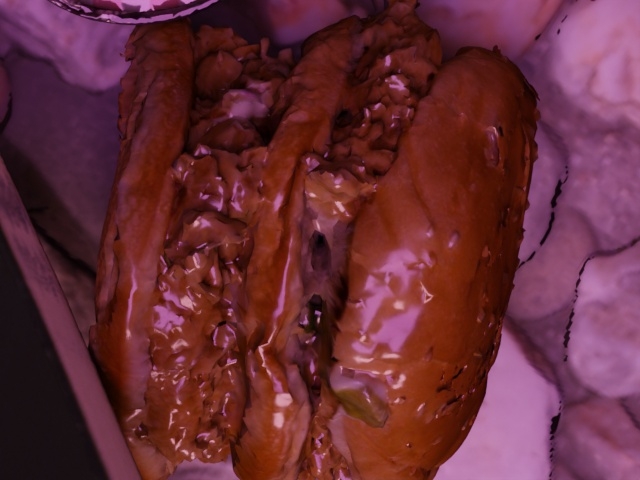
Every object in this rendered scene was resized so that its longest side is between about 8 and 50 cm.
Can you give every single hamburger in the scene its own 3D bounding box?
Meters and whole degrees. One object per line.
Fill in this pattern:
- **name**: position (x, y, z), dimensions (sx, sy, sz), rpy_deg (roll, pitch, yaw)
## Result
- **hamburger**: position (-0.008, -0.002, 0.938), dimensions (0.211, 0.245, 0.260), rpy_deg (9, 85, 1)

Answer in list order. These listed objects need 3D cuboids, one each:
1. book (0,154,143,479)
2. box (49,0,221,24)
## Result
- **book**: position (-0.213, 0.156, 0.945), dimensions (0.371, 0.043, 0.260), rpy_deg (-48, 55, 33)
- **box**: position (-0.085, -0.190, 0.935), dimensions (0.151, 0.135, 0.151), rpy_deg (0, 108, 0)
